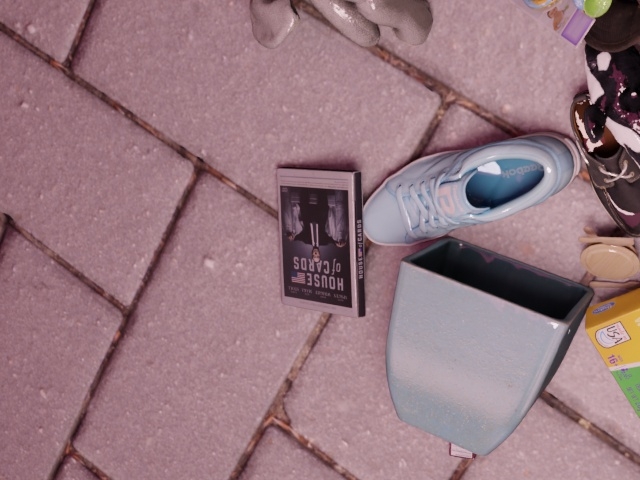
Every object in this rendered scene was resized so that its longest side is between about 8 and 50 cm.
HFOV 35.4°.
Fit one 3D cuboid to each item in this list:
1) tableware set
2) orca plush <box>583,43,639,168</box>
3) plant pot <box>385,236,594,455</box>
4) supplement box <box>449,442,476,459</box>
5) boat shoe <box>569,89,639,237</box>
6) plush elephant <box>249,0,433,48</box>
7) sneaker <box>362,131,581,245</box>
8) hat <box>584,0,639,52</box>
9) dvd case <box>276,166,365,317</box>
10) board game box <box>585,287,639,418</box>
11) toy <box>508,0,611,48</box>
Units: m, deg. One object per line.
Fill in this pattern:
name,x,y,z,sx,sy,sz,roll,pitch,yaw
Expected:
tableware set,0.478,0.022,1.459,0.194,0.039,0.128,3,144,27
orca plush,0.452,-0.157,1.377,0.151,0.102,0.287,-8,83,-17
plant pot,0.231,0.166,1.496,0.247,0.248,0.252,22,106,20
supplement box,0.237,0.304,1.627,0.043,0.055,0.083,6,102,22
boat shoe,0.423,-0.108,1.460,0.084,0.079,0.233,-22,91,24
plush elephant,-0.004,-0.428,1.509,0.255,0.330,0.272,16,114,40
sneaker,0.203,-0.077,1.523,0.365,0.150,0.135,-23,88,27
hat,0.477,-0.376,1.308,0.133,0.331,0.331,18,109,-14
dvd case,0.000,0.000,1.666,0.179,0.029,0.239,7,102,44
board game box,0.569,0.145,1.401,0.316,0.064,0.242,-28,105,28
toy,0.318,-0.376,1.398,0.137,0.056,0.237,-60,37,20
